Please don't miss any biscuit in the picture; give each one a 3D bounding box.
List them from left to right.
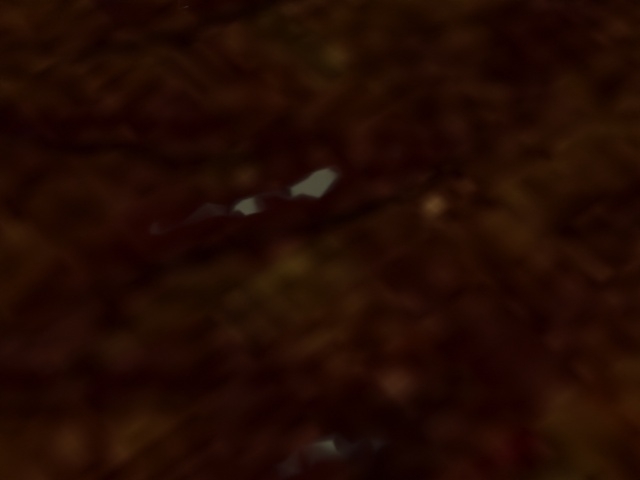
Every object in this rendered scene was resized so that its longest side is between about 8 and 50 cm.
[{"bbox_3d":[0.000,0.000,0.526,0.407,0.091,0.407,-3,54,3],"label":"biscuit"}]
